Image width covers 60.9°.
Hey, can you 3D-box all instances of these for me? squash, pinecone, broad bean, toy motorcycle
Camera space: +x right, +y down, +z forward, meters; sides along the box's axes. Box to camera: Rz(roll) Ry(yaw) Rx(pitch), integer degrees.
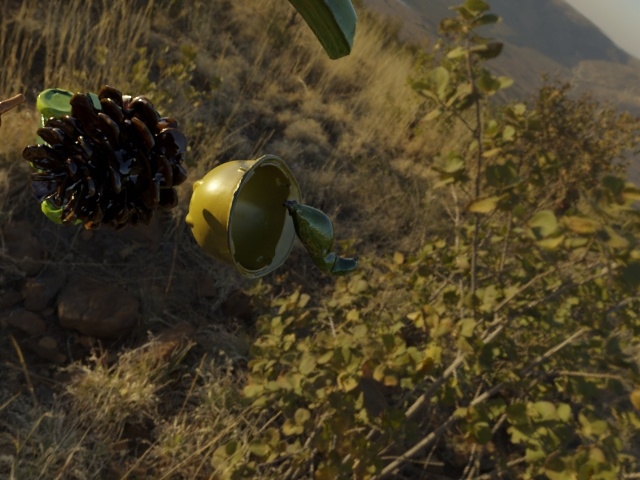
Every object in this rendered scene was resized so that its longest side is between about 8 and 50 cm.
[{"bbox_3d":[-0.034,-0.349,0.707,0.250,0.083,0.083,40,26,-36],"label":"squash"},{"bbox_3d":[-0.290,-0.103,0.732,0.208,0.207,0.207,26,34,-19],"label":"pinecone"},{"bbox_3d":[0.000,0.000,0.897,0.213,0.070,0.048,48,8,-47],"label":"broad bean"},{"bbox_3d":[-0.520,-0.163,1.204,0.200,0.191,0.326,-1,51,-36],"label":"toy motorcycle"}]

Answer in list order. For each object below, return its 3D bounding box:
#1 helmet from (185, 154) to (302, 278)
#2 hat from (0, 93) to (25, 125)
[{"bbox_3d":[-0.143,-0.048,0.917,0.140,0.205,0.257,13,-1,17],"label":"helmet"},{"bbox_3d":[-0.630,-0.229,0.935,0.233,0.244,0.233,-24,85,-33],"label":"hat"}]
